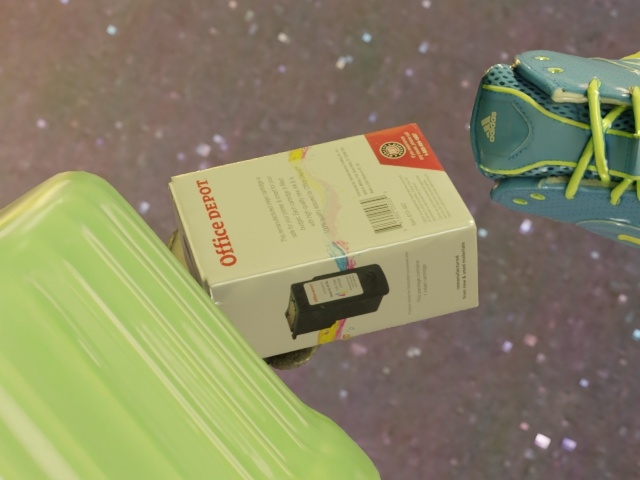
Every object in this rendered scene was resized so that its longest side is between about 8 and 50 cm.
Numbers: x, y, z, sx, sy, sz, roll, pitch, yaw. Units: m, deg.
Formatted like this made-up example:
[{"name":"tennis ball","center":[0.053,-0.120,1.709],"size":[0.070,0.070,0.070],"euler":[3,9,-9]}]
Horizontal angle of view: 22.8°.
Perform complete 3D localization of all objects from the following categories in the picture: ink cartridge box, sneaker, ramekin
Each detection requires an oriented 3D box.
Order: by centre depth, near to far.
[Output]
[{"name":"ramekin","center":[-0.143,0.109,0.524],"size":[0.303,0.148,0.303],"euler":[-35,-172,6]},{"name":"sneaker","center":[0.126,-0.019,0.572],"size":[0.240,0.126,0.091],"euler":[-135,-134,-72]},{"name":"ink cartridge box","center":[0.000,0.000,1.036],"size":[0.127,0.175,0.072],"euler":[-114,-166,-51]}]

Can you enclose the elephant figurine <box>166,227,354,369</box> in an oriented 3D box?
[{"name":"elephant figurine","center":[-0.045,0.047,1.214],"size":[0.239,0.186,0.169],"euler":[-42,170,4]}]
